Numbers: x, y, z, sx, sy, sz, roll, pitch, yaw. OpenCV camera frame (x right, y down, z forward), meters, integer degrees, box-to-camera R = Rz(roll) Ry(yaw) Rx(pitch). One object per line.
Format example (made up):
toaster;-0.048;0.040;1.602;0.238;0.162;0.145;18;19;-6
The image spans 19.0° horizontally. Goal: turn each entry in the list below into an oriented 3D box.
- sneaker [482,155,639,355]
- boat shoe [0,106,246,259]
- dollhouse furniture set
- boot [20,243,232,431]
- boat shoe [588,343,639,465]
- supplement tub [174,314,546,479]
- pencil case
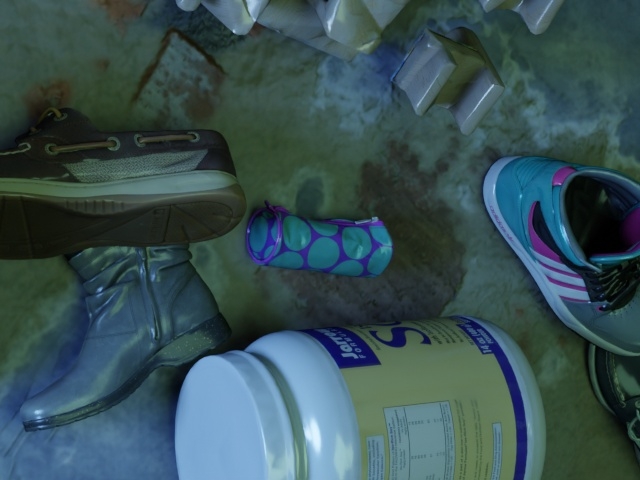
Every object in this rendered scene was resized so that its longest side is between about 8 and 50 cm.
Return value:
sneaker;0.325;0.018;2.144;0.295;0.178;0.124;47;71;-19
boat shoe;-0.246;-0.065;1.862;0.342;0.123;0.123;-4;60;-15
dollhouse furniture set;0.077;-0.375;1.934;0.362;0.256;0.394;21;118;-28
boot;-0.221;0.076;1.924;0.246;0.083;0.161;-30;100;-23
boat shoe;0.400;0.211;2.299;0.095;0.079;0.254;-31;112;-19
supplement tub;0.040;0.206;1.992;0.331;0.241;0.241;-3;100;-31
pencil case;0.000;0.000;2.035;0.152;0.064;0.070;5;111;-32
